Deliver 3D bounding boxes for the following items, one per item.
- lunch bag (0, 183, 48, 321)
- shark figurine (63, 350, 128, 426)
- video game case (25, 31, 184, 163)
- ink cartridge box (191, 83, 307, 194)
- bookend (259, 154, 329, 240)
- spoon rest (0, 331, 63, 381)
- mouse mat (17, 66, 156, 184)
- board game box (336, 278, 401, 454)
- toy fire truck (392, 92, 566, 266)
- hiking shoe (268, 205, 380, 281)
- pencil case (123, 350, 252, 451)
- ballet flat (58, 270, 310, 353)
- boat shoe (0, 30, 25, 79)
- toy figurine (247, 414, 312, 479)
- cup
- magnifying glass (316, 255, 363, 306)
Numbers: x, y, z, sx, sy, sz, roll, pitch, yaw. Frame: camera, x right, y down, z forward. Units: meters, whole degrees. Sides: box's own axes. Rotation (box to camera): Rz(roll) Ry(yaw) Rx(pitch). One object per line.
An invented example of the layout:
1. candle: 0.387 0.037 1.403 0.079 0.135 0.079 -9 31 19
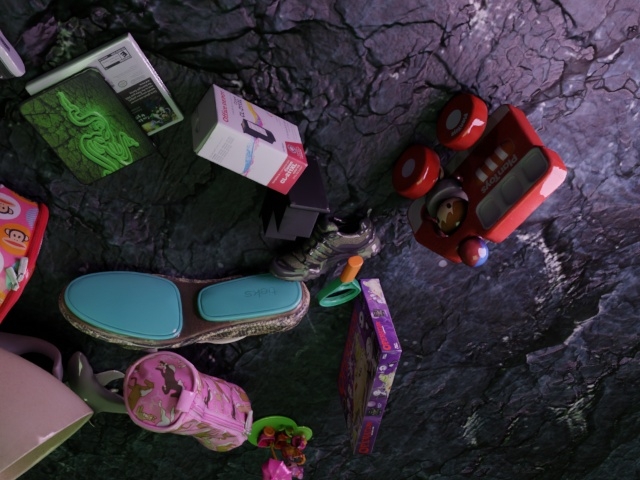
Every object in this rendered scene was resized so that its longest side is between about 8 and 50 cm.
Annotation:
1. lunch bag: -0.584 0.074 1.351 0.120 0.258 0.293 27 123 -27
2. shark figurine: -0.463 0.361 1.735 0.278 0.116 0.166 34 119 -32
3. video game case: -0.349 -0.228 1.293 0.190 0.022 0.173 -24 131 8
4. ink cartridge box: -0.120 -0.169 1.321 0.175 0.127 0.072 23 122 -29
5. bookend: -0.051 -0.050 1.423 0.072 0.157 0.156 8 128 -18
6. spoon rest: -0.658 0.233 1.614 0.276 0.084 0.137 9 129 -2
7. mouse mat: -0.382 -0.183 1.305 0.152 0.007 0.190 -24 132 9
8. board game box: 0.098 0.278 1.713 0.056 0.208 0.347 2 130 -9
9. toy fire truck: 0.272 -0.090 1.389 0.169 0.254 0.302 24 122 -29
10. hiking shoe: 0.000 0.000 1.540 0.226 0.086 0.114 -20 124 -7
11. pencil case: -0.263 0.340 1.639 0.167 0.160 0.386 -17 156 8
12. ballet flat: -0.263 0.154 1.575 0.482 0.164 0.182 -2 147 -13
13. boat shoe: -0.497 -0.298 1.181 0.040 0.049 0.142 -19 134 6
14. toy figurine: -0.090 0.533 1.933 0.173 0.159 0.130 14 127 -24
15. cup: -0.628 0.330 1.467 0.331 0.331 0.237 -39 85 22
16. magnifying glass: 0.048 0.085 1.590 0.092 0.026 0.231 -13 158 -15
